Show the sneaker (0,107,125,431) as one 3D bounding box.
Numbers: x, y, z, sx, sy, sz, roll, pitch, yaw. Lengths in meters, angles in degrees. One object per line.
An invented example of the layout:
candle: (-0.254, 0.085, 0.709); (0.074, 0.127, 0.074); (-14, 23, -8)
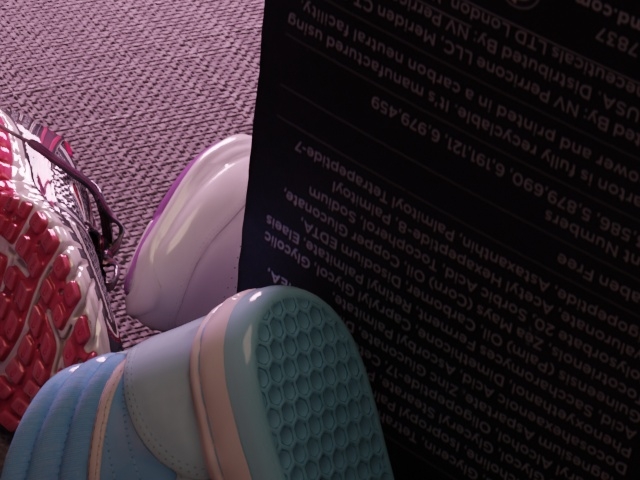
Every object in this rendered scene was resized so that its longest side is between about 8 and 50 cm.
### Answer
sneaker: (-0.174, 0.009, 1.221); (0.112, 0.121, 0.299); (15, 34, -38)

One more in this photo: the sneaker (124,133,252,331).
sneaker: (0.000, 0.000, 1.235); (0.152, 0.114, 0.305); (34, 32, 24)

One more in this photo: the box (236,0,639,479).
box: (0.211, -0.042, 1.054); (0.297, 0.472, 0.480); (29, 41, 29)

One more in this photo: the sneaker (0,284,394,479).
sneaker: (-0.057, 0.194, 0.946); (0.208, 0.319, 0.127); (-14, -8, 34)
